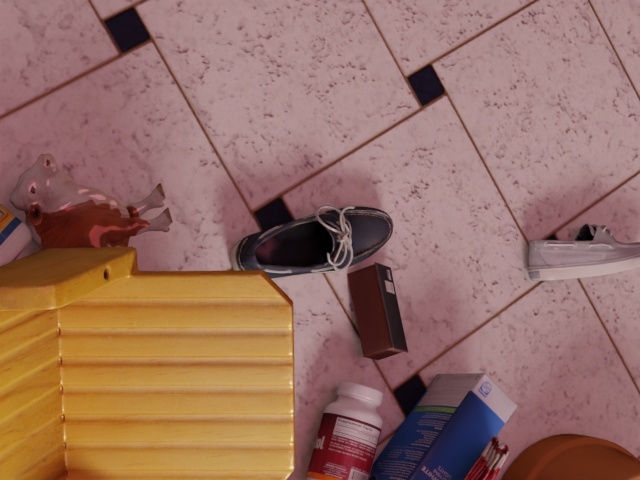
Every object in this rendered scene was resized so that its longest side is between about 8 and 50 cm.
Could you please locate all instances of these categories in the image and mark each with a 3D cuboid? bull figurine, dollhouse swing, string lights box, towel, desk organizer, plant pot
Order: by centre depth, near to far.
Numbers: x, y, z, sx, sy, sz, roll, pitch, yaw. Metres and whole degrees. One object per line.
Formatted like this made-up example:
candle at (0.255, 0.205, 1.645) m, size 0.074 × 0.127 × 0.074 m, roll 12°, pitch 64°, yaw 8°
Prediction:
dollhouse swing at (-0.217, 0.202, 1.498) m, size 0.305 × 0.315 × 0.346 m, roll 4°, pitch 102°, yaw 17°
bull figurine at (-0.273, 0.026, 1.651) m, size 0.188 × 0.101 × 0.310 m, roll -16°, pitch 101°, yaw -7°
towel at (0.153, 0.436, 1.756) m, size 0.037 × 0.237 × 0.329 m, roll 32°, pitch 67°, yaw 16°
string lights box at (0.149, 0.308, 1.811) m, size 0.077 × 0.133 × 0.259 m, roll 44°, pitch 68°, yaw -15°
desk organizer at (0.081, 0.103, 1.850) m, size 0.047 × 0.050 × 0.130 m, roll 19°, pitch 55°, yaw -56°
plant pot at (0.423, 0.434, 1.889) m, size 0.291 × 0.203 × 0.291 m, roll 3°, pitch 83°, yaw -25°

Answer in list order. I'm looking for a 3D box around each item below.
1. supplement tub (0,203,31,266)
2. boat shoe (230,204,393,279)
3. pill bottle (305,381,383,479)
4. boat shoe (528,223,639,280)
supplement tub at (-0.465, -0.017, 1.546) m, size 0.200 × 0.144 × 0.144 m, roll 40°, pitch 69°, yaw -10°
boat shoe at (0.000, 0.000, 1.808) m, size 0.254 × 0.079 × 0.095 m, roll -9°, pitch 87°, yaw -26°
pill bottle at (0.037, 0.278, 1.789) m, size 0.086 × 0.086 × 0.152 m, roll 22°, pitch 74°, yaw -22°
boat shoe at (0.425, 0.013, 2.009) m, size 0.227 × 0.079 × 0.081 m, roll -8°, pitch 91°, yaw -23°
